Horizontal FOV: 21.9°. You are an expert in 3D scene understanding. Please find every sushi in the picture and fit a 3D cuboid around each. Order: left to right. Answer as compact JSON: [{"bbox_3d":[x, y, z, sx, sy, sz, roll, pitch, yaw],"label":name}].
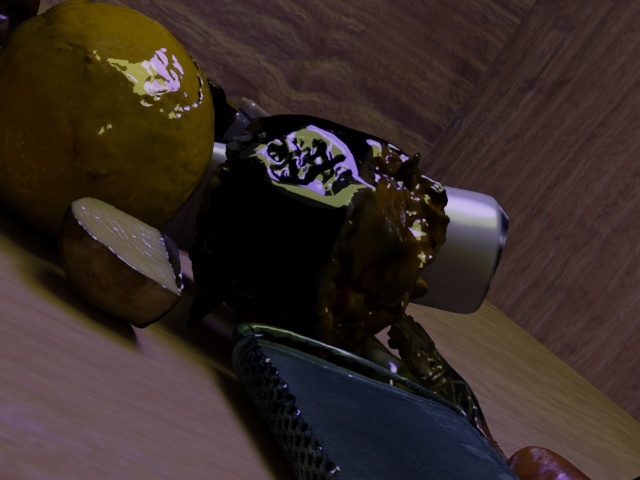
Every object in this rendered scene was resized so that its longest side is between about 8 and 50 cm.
[{"bbox_3d":[-0.001,0.005,1.441,0.204,0.200,0.213,21,40,5],"label":"sushi"}]

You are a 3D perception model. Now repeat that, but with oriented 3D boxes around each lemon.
[{"bbox_3d":[-0.189,-0.096,1.380,0.204,0.204,0.260,34,10,-18],"label":"lemon"}]

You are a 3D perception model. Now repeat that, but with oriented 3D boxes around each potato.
[{"bbox_3d":[-0.164,0.016,1.256,0.103,0.066,0.096,34,16,-25],"label":"potato"}]

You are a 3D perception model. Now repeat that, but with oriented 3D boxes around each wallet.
[{"bbox_3d":[0.062,0.180,1.229,0.237,0.075,0.342,26,11,-24],"label":"wallet"}]

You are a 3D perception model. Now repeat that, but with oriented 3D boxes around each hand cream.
[{"bbox_3d":[-0.001,-0.018,1.590,0.359,0.118,0.185,12,-30,-7],"label":"hand cream"}]

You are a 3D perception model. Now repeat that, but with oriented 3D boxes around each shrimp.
[{"bbox_3d":[0.139,0.171,1.571,0.251,0.052,0.143,51,-6,-21],"label":"shrimp"}]

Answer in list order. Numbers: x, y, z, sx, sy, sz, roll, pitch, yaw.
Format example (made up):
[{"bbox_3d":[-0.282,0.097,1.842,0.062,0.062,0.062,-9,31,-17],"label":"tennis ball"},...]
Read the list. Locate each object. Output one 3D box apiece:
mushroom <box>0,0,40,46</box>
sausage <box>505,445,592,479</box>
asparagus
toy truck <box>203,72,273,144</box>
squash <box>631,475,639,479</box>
[{"bbox_3d":[-0.352,-0.217,1.389,0.253,0.153,0.253,-8,-1,0],"label":"mushroom"},{"bbox_3d":[0.203,0.249,1.326,0.109,0.109,0.270,33,6,-20],"label":"sausage"},{"bbox_3d":[0.007,0.096,1.593,0.085,0.082,0.343,-7,23,-22],"label":"asparagus"},{"bbox_3d":[-0.127,-0.093,1.847,0.405,0.180,0.254,31,9,-45],"label":"toy truck"},{"bbox_3d":[0.339,0.296,1.497,0.193,0.156,0.193,41,26,-25],"label":"squash"}]
